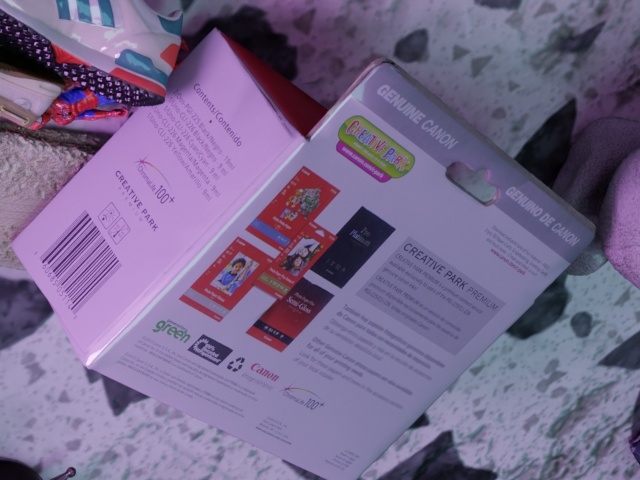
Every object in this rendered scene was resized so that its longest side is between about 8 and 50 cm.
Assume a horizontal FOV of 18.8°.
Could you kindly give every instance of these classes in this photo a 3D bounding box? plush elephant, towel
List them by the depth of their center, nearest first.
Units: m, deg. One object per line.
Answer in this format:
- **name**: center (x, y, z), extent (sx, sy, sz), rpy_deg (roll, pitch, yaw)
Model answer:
- **towel**: center (-0.210, -0.029, 1.259), extent (0.148, 0.027, 0.110), rpy_deg (10, 120, -37)
- **plush elephant**: center (0.321, -0.030, 1.418), extent (0.330, 0.272, 0.255), rpy_deg (44, 85, -18)

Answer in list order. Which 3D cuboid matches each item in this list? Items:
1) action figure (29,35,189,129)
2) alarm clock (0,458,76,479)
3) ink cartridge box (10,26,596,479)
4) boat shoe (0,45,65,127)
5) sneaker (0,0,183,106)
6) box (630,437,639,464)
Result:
- **action figure**: center (-0.137, -0.097, 1.245), extent (0.115, 0.030, 0.038), rpy_deg (-23, 139, -9)
- **alarm clock**: center (-0.264, 0.243, 1.442), extent (0.129, 0.064, 0.192), rpy_deg (9, 125, -36)
- **ink cartridge box**: center (0.000, 0.000, 1.320), extent (0.272, 0.130, 0.309), rpy_deg (-45, 141, 9)
- **boat shoe**: center (-0.219, -0.099, 1.176), extent (0.135, 0.050, 0.045), rpy_deg (18, 111, -40)
- **sneaker**: center (-0.154, -0.146, 1.182), extent (0.161, 0.057, 0.075), rpy_deg (28, 73, -27)
- **box**: center (0.590, 0.356, 1.747), extent (0.297, 0.480, 0.472), rpy_deg (-38, 136, 4)
